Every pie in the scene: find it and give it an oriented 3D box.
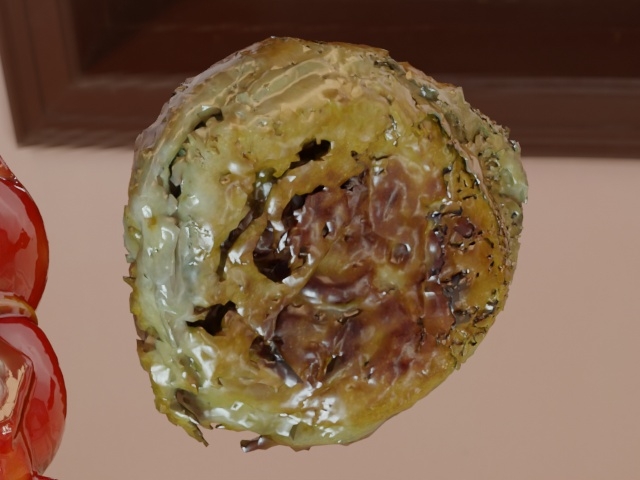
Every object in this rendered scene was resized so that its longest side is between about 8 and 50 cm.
[{"bbox_3d":[-0.001,0.000,1.042,0.308,0.308,0.085,-20,-155,-22],"label":"pie"}]

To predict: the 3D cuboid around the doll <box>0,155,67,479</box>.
[{"bbox_3d":[-0.223,0.006,0.745,0.182,0.160,0.363,-25,-117,-34],"label":"doll"}]
